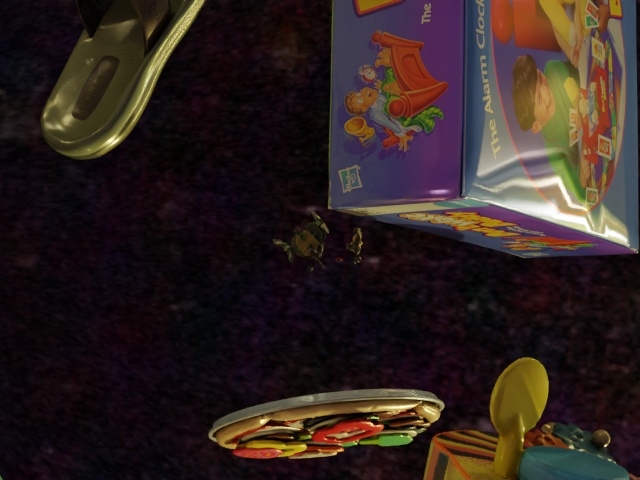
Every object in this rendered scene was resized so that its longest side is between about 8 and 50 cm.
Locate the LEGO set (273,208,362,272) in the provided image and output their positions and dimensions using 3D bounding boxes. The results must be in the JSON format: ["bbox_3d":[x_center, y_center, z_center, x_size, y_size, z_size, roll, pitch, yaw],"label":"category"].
[{"bbox_3d":[0.001,0.003,1.128,0.023,0.083,0.054,-16,125,-67],"label":"LEGO set"}]

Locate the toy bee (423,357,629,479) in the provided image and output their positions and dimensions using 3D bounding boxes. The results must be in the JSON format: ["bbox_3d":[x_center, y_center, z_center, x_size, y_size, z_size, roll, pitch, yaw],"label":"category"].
[{"bbox_3d":[0.121,0.170,0.804,0.162,0.298,0.195,10,74,-21],"label":"toy bee"}]

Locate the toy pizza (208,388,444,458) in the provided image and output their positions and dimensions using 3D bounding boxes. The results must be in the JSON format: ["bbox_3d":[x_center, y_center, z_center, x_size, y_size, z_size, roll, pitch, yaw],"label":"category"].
[{"bbox_3d":[0.006,0.161,1.083,0.201,0.201,0.032,3,70,-31],"label":"toy pizza"}]

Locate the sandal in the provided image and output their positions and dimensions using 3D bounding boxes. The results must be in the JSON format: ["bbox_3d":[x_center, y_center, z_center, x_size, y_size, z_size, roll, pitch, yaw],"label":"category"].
[{"bbox_3d":[-0.180,-0.221,1.182,0.086,0.120,0.303,40,66,-53],"label":"sandal"}]

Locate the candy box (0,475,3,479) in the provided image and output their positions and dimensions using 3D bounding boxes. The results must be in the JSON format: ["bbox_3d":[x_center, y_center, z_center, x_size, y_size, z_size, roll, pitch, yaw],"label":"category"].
[{"bbox_3d":[-0.454,0.168,1.103,0.268,0.122,0.317,-23,102,11],"label":"candy box"}]

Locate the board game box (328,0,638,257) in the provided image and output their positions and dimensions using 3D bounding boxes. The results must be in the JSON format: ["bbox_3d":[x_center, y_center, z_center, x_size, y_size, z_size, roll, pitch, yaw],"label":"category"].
[{"bbox_3d":[0.103,-0.175,0.732,0.233,0.078,0.347,13,77,-55],"label":"board game box"}]

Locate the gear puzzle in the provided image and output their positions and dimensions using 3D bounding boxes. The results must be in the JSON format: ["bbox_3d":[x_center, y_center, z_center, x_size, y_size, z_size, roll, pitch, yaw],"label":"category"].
[{"bbox_3d":[0.252,0.263,1.385,0.339,0.175,0.044,-1,129,-51],"label":"gear puzzle"}]
